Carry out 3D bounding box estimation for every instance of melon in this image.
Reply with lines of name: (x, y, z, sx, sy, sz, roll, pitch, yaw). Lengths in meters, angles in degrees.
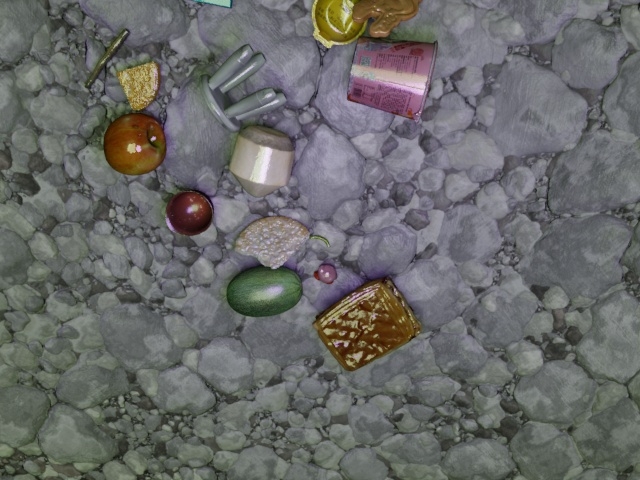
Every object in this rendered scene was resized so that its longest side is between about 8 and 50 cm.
melon: (-0.205, 0.178, 1.851, 0.287, 0.182, 0.182, -6, 110, 1)

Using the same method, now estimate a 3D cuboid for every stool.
stool: (-0.234, -0.455, 1.609, 0.198, 0.195, 0.195, -26, 94, 11)

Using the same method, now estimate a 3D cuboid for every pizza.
pizza: (-0.574, -0.503, 1.679, 0.134, 0.046, 0.175, 36, 107, -12)

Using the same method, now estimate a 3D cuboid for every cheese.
cheese: (0.081, -0.705, 1.581, 0.177, 0.069, 0.270, 34, 101, -14)

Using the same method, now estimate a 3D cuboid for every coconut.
coconut: (-0.186, -0.246, 1.688, 0.202, 0.202, 0.222, 16, 106, -5)

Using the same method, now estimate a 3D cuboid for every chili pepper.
chili pepper: (0.000, 0.000, 1.868, 0.083, 0.017, 0.030, 20, 110, -3)

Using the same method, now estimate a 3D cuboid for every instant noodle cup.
instant noodle cup: (0.208, -0.489, 1.581, 0.231, 0.243, 0.243, 12, 110, 4)

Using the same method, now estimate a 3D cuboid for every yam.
yam: (-0.674, -0.570, 1.666, 0.234, 0.027, 0.029, -46, 73, 16)

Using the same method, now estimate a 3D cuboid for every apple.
apple: (-0.592, -0.301, 1.681, 0.195, 0.196, 0.196, 0, 110, 1)

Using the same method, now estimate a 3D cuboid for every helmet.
helmet: (-0.432, -0.101, 1.792, 0.155, 0.106, 0.175, 42, 108, -11)

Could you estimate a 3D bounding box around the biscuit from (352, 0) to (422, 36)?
biscuit: (0.208, -0.687, 1.543, 0.236, 0.040, 0.144, -41, 81, -12)

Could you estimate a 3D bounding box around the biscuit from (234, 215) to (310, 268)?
biscuit: (-0.165, 0.009, 1.824, 0.265, 0.040, 0.188, -7, 76, 0)

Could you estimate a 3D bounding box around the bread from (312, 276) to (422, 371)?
bread: (0.160, 0.284, 1.890, 0.324, 0.167, 0.277, -34, 106, 3)

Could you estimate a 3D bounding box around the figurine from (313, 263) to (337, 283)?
figurine: (0.025, 0.120, 1.885, 0.083, 0.067, 0.071, 16, 131, -21)

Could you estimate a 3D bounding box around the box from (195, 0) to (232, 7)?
box: (-0.368, -0.795, 1.570, 0.226, 0.042, 0.161, 10, 109, -3)
